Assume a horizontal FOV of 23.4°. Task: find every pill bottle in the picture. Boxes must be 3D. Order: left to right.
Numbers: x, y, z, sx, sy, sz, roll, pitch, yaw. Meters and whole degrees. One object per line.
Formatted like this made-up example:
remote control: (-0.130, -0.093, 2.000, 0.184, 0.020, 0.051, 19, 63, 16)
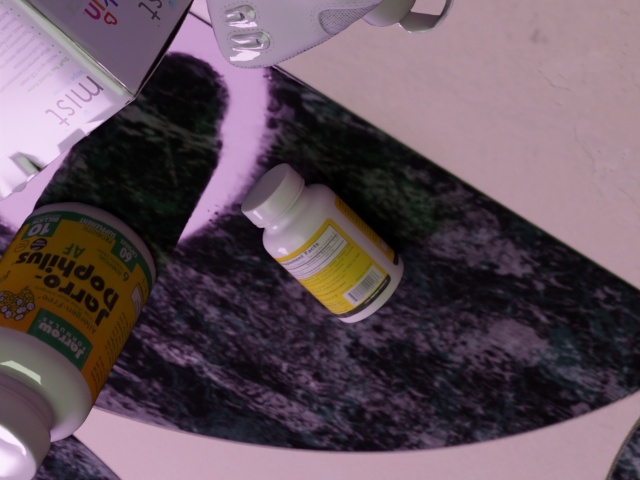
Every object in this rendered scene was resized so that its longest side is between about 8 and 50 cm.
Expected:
pill bottle: (-0.214, 0.078, 1.175, 0.117, 0.208, 0.117, 12, 137, 12)
pill bottle: (0.000, 0.000, 1.111, 0.065, 0.065, 0.116, -27, 118, 40)

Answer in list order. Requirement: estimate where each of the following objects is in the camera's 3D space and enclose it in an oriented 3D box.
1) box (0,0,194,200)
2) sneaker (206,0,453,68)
box: (-0.257, -0.145, 1.029, 0.231, 0.127, 0.262, 41, 135, -19)
sneaker: (-0.087, -0.215, 0.876, 0.366, 0.137, 0.210, 8, 133, 12)
